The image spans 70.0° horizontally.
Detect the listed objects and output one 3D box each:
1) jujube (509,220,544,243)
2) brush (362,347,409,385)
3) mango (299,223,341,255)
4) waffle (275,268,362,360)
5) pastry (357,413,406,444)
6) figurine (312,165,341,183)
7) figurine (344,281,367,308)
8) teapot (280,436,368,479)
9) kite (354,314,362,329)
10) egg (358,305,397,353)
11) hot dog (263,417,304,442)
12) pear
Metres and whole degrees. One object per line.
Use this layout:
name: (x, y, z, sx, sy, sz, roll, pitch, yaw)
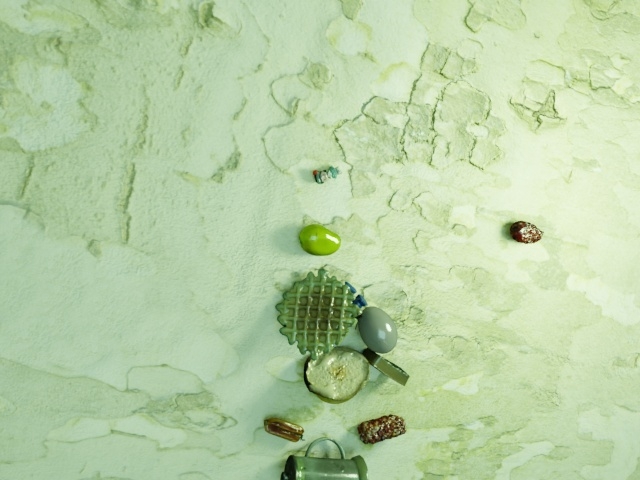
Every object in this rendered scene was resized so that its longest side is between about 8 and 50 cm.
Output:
jujube: (0.897, -0.029, 1.999, 0.166, 0.104, 0.104, 23, 92, -30)
brush: (0.268, 0.519, 1.886, 0.197, 0.123, 0.059, 35, 85, -20)
mango: (-0.004, 0.006, 1.733, 0.163, 0.089, 0.117, 28, 91, -20)
waffle: (-0.014, 0.271, 1.716, 0.309, 0.056, 0.292, -46, 67, 1)
pastry: (0.266, 0.801, 1.945, 0.209, 0.115, 0.097, -8, 90, -13)
figurine: (0.024, -0.251, 1.720, 0.106, 0.047, 0.059, -23, 114, -14)
figurine: (0.056, 0.282, 1.788, 0.263, 0.121, 0.164, -28, 71, 8)
teapot: (0.008, 0.946, 1.858, 0.338, 0.200, 0.270, 11, 70, -17)
kite: (0.111, 0.323, 1.806, 0.010, 0.183, 0.160, 43, 42, -13)
egg: (0.228, 0.358, 1.833, 0.147, 0.146, 0.198, -31, 88, -10)
hot dog: (-0.144, 0.758, 1.838, 0.188, 0.055, 0.072, 29, 93, -19)
pear: (0.068, 0.566, 1.814, 0.267, 0.267, 0.177, -15, 127, -14)
